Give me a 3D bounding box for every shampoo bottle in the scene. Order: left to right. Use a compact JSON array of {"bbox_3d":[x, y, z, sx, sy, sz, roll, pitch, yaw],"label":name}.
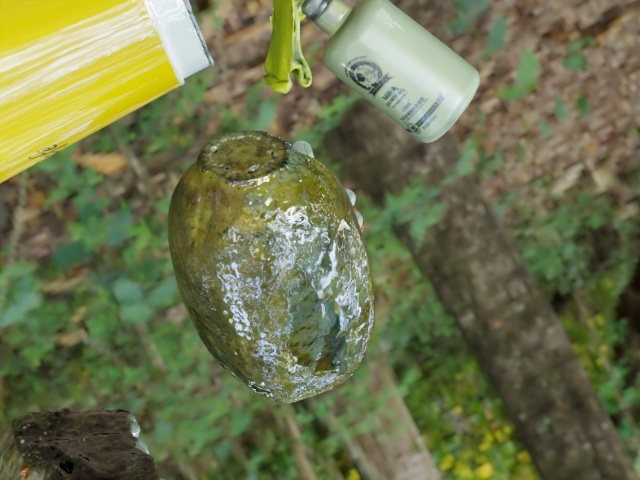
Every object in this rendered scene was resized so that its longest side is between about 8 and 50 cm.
[{"bbox_3d":[0.053,-0.159,1.344,0.079,0.162,0.079,-51,-171,12],"label":"shampoo bottle"}]

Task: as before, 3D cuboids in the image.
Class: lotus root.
[{"bbox_3d":[-0.039,0.029,1.356,0.160,0.152,0.275,-32,134,-16],"label":"lotus root"}]

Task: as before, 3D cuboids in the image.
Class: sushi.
[{"bbox_3d":[-0.247,0.307,1.654,0.171,0.211,0.350,-6,-152,-17],"label":"sushi"}]

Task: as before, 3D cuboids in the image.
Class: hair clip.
[{"bbox_3d":[-0.032,-0.239,1.642,0.046,0.072,0.173,-18,125,-28],"label":"hair clip"}]

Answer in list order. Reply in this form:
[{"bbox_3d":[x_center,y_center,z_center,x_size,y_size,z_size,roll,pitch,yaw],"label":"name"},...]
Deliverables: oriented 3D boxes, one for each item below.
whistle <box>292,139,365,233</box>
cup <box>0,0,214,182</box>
[{"bbox_3d":[-0.002,0.000,1.696,0.106,0.102,0.253,-34,134,-25],"label":"whistle"},{"bbox_3d":[-0.233,-0.140,1.200,0.280,0.196,0.196,-22,170,-2],"label":"cup"}]
